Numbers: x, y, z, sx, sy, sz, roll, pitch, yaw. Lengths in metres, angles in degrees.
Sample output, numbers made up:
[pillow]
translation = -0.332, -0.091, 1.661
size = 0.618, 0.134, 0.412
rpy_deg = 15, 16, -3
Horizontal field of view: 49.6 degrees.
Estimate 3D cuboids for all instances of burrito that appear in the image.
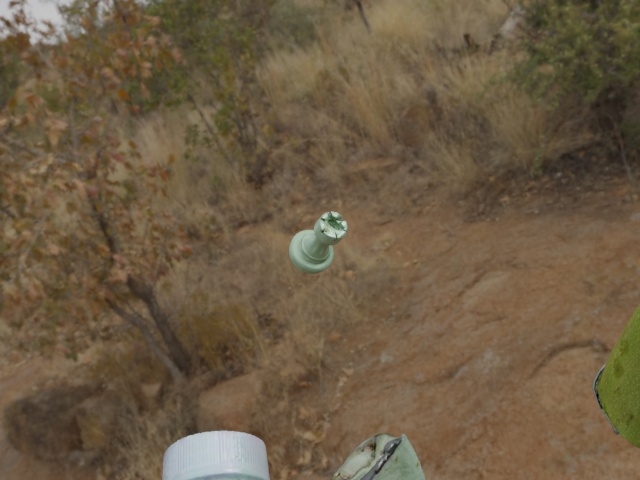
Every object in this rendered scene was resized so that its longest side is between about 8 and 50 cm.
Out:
[burrito]
translation = 0.112, 0.405, 1.060
size = 0.144, 0.229, 0.089
rpy_deg = -41, 27, -21

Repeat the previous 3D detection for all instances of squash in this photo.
[squash]
translation = 0.264, 0.072, 0.492
size = 0.095, 0.188, 0.095
rpy_deg = -2, 49, 2

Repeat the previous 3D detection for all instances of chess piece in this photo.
[chess piece]
translation = 0.000, 0.000, 0.978
size = 0.067, 0.067, 0.103
rpy_deg = -34, -9, -31

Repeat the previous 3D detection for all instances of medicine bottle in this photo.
[medicine bottle]
translation = -0.107, 0.334, 0.741
size = 0.139, 0.139, 0.225
rpy_deg = -17, 51, 9
